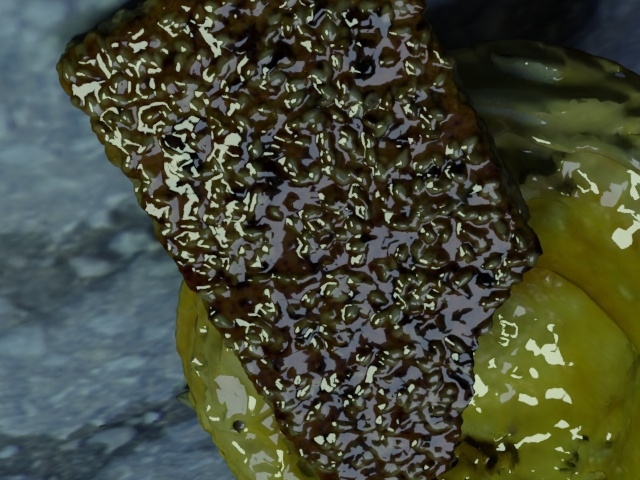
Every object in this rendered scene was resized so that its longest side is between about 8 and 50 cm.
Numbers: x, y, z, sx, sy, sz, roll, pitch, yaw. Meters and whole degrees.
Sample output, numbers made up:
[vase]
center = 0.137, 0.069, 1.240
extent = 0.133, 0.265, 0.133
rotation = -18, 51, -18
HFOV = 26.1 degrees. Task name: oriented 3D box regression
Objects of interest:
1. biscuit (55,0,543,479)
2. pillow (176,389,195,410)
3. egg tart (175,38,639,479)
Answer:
[biscuit]
center = 0.012, -0.001, 0.527
extent = 0.131, 0.026, 0.237
rotation = -25, 115, 12
[pillow]
center = 0.036, 0.120, 0.838
extent = 0.148, 0.050, 0.229
rotation = 12, 172, 37
[egg tart]
center = 0.074, 0.040, 0.620
extent = 0.288, 0.118, 0.288
rotation = 6, 119, 11
